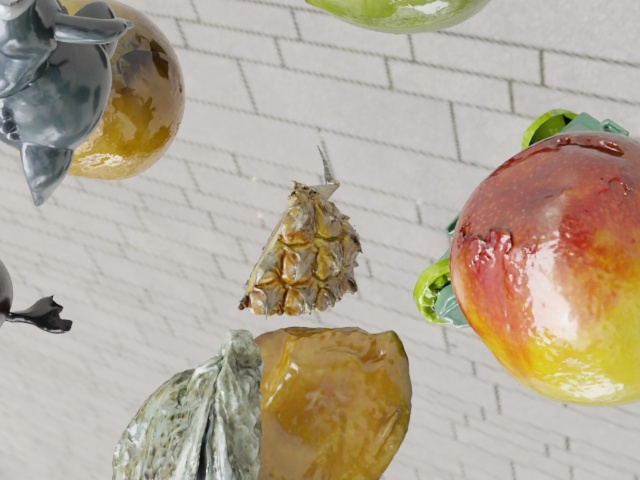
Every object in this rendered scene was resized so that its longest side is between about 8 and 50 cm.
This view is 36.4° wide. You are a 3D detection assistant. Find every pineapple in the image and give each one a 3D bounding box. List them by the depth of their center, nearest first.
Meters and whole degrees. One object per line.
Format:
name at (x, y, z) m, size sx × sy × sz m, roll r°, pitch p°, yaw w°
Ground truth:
pineapple at (0.002, -0.004, 1.450) m, size 0.161 × 0.334 × 0.158 m, roll 22°, pitch 113°, yaw 2°

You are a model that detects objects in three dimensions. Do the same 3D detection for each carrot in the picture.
carrot at (-0.039, 0.268, 1.268) m, size 0.242 × 0.241 × 0.340 m, roll 30°, pitch 133°, yaw 4°

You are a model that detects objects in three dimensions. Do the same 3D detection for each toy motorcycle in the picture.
toy motorcycle at (0.278, 0.011, 1.205) m, size 0.200 × 0.326 × 0.191 m, roll 40°, pitch -169°, yaw -32°

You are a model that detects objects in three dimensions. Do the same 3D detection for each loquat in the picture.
loquat at (-0.313, -0.201, 1.305) m, size 0.263 × 0.263 × 0.263 m, roll 24°, pitch 150°, yaw 15°

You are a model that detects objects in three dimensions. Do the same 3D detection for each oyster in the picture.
oyster at (-0.133, 0.236, 1.019) m, size 0.112 × 0.198 × 0.267 m, roll 13°, pitch 130°, yaw -39°

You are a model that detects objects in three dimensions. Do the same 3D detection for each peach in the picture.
peach at (0.222, 0.023, 0.817) m, size 0.231 × 0.231 × 0.231 m, roll 24°, pitch 150°, yaw 15°

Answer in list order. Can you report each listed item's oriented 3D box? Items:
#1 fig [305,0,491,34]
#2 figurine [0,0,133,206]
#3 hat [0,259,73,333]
fig at (0.110, -0.426, 1.365) m, size 0.316 × 0.316 × 0.316 m, roll 24°, pitch 150°, yaw 15°
figurine at (-0.220, -0.160, 0.766) m, size 0.140 × 0.193 × 0.265 m, roll 19°, pitch 159°, yaw -21°
hat at (-0.387, 0.062, 0.984) m, size 0.209 × 0.238 × 0.336 m, roll 34°, pitch 132°, yaw 7°
